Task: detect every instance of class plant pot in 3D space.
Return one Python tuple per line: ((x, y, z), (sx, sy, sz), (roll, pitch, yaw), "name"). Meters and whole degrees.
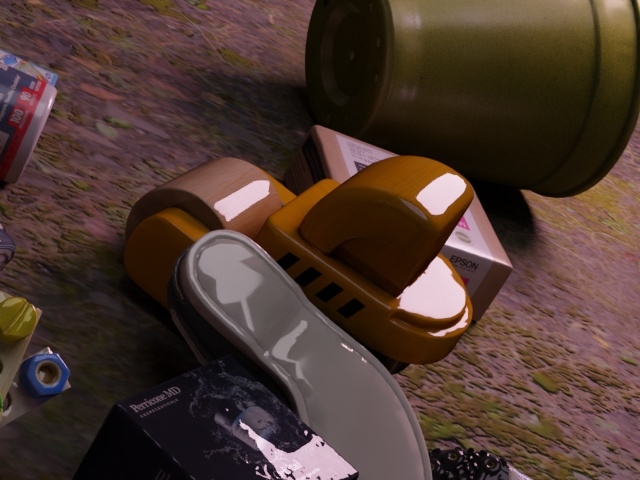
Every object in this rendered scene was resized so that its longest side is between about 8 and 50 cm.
((0.182, -0.242, 1.880), (0.353, 0.366, 0.366), (0, 39, -28), "plant pot")

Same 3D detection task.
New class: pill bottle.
((-0.361, -0.138, 1.372), (0.180, 0.108, 0.108), (23, 28, -14), "pill bottle")

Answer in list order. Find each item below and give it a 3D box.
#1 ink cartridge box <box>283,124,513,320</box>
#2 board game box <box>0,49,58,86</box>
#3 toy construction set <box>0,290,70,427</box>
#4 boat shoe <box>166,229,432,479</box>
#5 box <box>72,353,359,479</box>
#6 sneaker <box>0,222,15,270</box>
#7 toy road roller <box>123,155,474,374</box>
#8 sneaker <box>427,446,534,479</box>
((0.089, -0.021, 1.655), (0.235, 0.088, 0.193), (18, 29, -25), "ink cartridge box")
((-0.346, -0.157, 1.506), (0.103, 0.026, 0.154), (24, 28, -14), "board game box")
((-0.315, 0.143, 0.892), (0.215, 0.151, 0.327), (39, 47, -14), "toy construction set")
((-0.022, 0.133, 1.256), (0.319, 0.099, 0.116), (51, 56, -4), "boat shoe")
((-0.082, 0.190, 1.125), (0.158, 0.093, 0.156), (40, 28, 19), "box")
((-0.321, 0.076, 1.090), (0.122, 0.110, 0.283), (45, 35, 1), "sneaker")
((0.000, 0.000, 1.360), (0.329, 0.240, 0.202), (36, 27, 9), "toy road roller")
((0.196, 0.264, 1.319), (0.237, 0.086, 0.085), (20, 55, 3), "sneaker")
